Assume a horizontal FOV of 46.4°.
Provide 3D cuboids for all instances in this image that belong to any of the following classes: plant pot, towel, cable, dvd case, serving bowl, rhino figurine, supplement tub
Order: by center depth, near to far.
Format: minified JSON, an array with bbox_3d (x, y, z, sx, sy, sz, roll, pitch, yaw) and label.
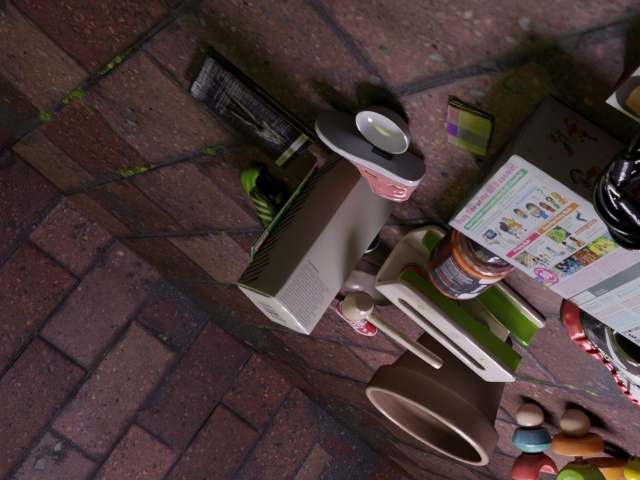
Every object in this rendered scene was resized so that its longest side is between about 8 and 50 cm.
[{"bbox_3d":[0.352,-0.027,0.697,0.185,0.047,0.150,22,140,9],"label":"cable"},{"bbox_3d":[0.187,-0.140,0.938,0.060,0.009,0.083,27,160,20],"label":"towel"},{"bbox_3d":[0.091,-0.158,1.027,0.083,0.027,0.083,31,159,13],"label":"serving bowl"},{"bbox_3d":[0.231,0.016,1.086,0.106,0.106,0.198,34,161,3],"label":"supplement tub"},{"bbox_3d":[-0.119,-0.215,1.252,0.221,0.018,0.164,39,159,-9],"label":"dvd case"},{"bbox_3d":[0.113,0.091,1.432,0.243,0.073,0.106,23,158,-33],"label":"rhino figurine"},{"bbox_3d":[0.256,0.265,1.436,0.263,0.229,0.263,31,160,13],"label":"plant pot"}]

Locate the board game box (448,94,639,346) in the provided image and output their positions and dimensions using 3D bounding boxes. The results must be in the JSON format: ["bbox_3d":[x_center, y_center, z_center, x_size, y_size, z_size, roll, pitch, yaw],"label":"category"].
[{"bbox_3d":[0.331,-0.008,0.884,0.303,0.097,0.224,33,160,2],"label":"board game box"}]

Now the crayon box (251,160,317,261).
[{"bbox_3d":[-0.040,0.013,1.376,0.081,0.202,0.318,32,161,9],"label":"crayon box"}]

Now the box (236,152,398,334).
[{"bbox_3d":[0.000,0.000,1.169,0.094,0.275,0.113,15,152,45],"label":"box"}]

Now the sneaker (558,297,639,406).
[{"bbox_3d":[0.467,0.164,1.054,0.276,0.097,0.135,42,162,-16],"label":"sneaker"}]

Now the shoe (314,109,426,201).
[{"bbox_3d":[0.066,-0.120,1.100,0.178,0.063,0.081,30,155,3],"label":"shoe"}]

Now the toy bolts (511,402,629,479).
[{"bbox_3d":[0.525,0.427,1.594,0.218,0.158,0.228,-1,174,-39],"label":"toy bolts"}]

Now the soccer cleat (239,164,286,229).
[{"bbox_3d":[-0.094,-0.068,1.462,0.072,0.060,0.179,1,129,50],"label":"soccer cleat"}]

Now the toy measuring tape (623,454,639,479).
[{"bbox_3d":[0.697,0.436,1.357,0.330,0.121,0.121,16,164,-13],"label":"toy measuring tape"}]

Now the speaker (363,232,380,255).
[{"bbox_3d":[0.067,0.007,1.410,0.055,0.055,0.136,37,160,-4],"label":"speaker"}]

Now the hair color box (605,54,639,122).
[{"bbox_3d":[0.344,-0.120,0.679,0.141,0.043,0.072,34,161,5],"label":"hair color box"}]

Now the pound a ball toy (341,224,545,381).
[{"bbox_3d":[0.192,0.127,1.254,0.319,0.208,0.136,39,160,-13],"label":"pound a ball toy"}]

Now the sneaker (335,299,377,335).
[{"bbox_3d":[0.088,0.187,1.808,0.118,0.042,0.067,35,164,8],"label":"sneaker"}]
